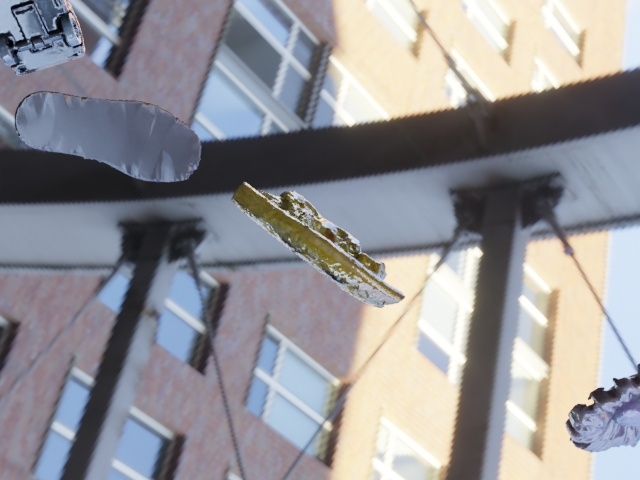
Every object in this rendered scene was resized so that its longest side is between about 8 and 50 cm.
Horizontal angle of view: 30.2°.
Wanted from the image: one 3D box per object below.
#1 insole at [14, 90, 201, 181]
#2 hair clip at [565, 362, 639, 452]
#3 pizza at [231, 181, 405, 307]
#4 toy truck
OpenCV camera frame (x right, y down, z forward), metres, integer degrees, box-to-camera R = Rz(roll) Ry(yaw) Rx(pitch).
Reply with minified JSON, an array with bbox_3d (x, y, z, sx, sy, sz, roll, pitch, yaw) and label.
[{"bbox_3d":[-0.292,-0.150,1.687,0.007,0.327,0.111,12,-88,43],"label":"insole"},{"bbox_3d":[0.382,0.213,1.467,0.173,0.300,0.069,-29,-108,1],"label":"hair clip"},{"bbox_3d":[0.000,-0.001,0.962,0.036,0.160,0.099,-51,-173,9],"label":"pizza"},{"bbox_3d":[-0.396,-0.346,1.537,0.107,0.253,0.114,-16,-141,3],"label":"toy truck"}]
